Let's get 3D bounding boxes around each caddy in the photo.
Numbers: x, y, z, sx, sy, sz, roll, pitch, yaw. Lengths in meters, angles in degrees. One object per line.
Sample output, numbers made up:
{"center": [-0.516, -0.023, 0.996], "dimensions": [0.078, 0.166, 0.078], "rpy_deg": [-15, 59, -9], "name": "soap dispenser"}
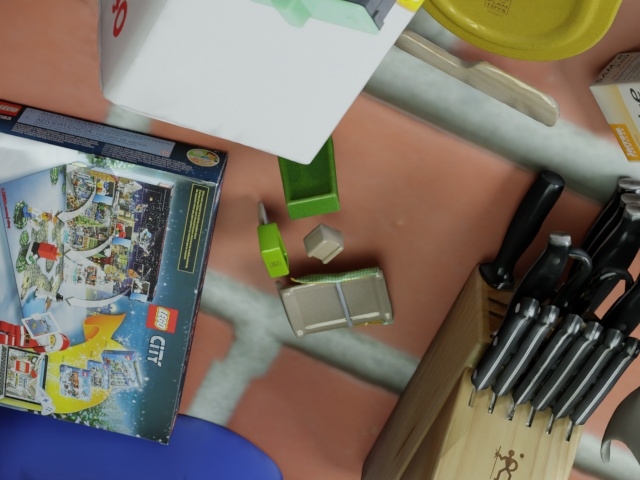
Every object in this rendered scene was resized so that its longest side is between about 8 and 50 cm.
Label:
{"center": [-0.178, 0.262, 0.923], "dimensions": [0.341, 0.179, 0.241], "rpy_deg": [9, 124, 0], "name": "caddy"}

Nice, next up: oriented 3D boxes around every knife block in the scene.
{"center": [0.130, 0.077, 0.841], "dimensions": [0.088, 0.242, 0.275], "rpy_deg": [22, 167, -6], "name": "knife block"}

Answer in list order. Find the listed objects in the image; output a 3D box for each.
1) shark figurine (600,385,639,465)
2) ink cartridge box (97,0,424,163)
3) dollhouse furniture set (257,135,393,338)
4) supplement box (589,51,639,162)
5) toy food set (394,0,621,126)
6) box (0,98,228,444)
{"center": [0.290, 0.059, 0.724], "dimensions": [0.278, 0.116, 0.166], "rpy_deg": [-13, 117, -33], "name": "shark figurine"}
{"center": [0.000, -0.206, 0.570], "dimensions": [0.117, 0.201, 0.278], "rpy_deg": [17, 130, -26], "name": "ink cartridge box"}
{"center": [0.000, 0.000, 0.829], "dimensions": [0.076, 0.059, 0.152], "rpy_deg": [-12, 140, 5], "name": "dollhouse furniture set"}
{"center": [0.216, -0.079, 0.715], "dimensions": [0.098, 0.036, 0.062], "rpy_deg": [5, 135, 55], "name": "supplement box"}
{"center": [0.112, -0.170, 0.668], "dimensions": [0.128, 0.071, 0.218], "rpy_deg": [25, 153, 8], "name": "toy food set"}
{"center": [-0.163, 0.029, 0.852], "dimensions": [0.159, 0.044, 0.233], "rpy_deg": [13, 123, -2], "name": "box"}
